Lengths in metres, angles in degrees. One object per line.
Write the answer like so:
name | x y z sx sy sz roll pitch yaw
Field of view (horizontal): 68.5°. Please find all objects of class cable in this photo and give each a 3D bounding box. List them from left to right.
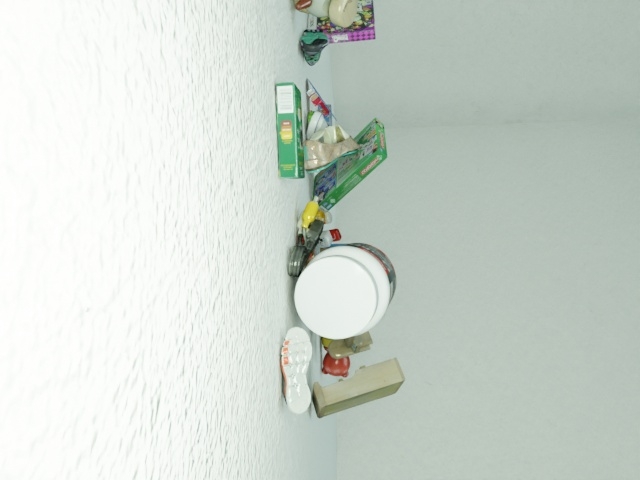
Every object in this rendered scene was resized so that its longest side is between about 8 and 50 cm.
cable | -0.050 0.012 1.127 0.287 0.072 0.139 -63 171 -56

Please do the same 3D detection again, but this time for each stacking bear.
stacking bear | 0.073 0.389 1.855 0.164 0.176 0.288 47 49 -87

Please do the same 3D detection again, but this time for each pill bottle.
pill bottle | 0.069 0.114 1.130 0.363 0.210 0.210 -8 96 -78

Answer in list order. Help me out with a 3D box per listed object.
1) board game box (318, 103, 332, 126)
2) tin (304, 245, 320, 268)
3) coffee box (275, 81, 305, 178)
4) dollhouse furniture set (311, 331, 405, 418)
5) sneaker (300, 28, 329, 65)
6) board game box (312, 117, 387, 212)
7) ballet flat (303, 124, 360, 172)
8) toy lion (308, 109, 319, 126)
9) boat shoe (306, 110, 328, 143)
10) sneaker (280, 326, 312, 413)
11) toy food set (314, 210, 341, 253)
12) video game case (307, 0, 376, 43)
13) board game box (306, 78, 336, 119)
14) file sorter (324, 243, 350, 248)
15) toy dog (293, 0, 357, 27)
board game box | 0.024 -0.480 2.042 0.194 0.060 0.194 11 78 -86
tin | -0.023 0.051 1.415 0.190 0.040 0.106 39 46 -84
coffee box | -0.060 -0.216 0.950 0.113 0.041 0.184 -63 150 -80
dollhouse furniture set | 0.056 0.303 1.458 0.362 0.257 0.394 95 -22 -58
sneaker | -0.017 -0.566 1.408 0.223 0.083 0.098 -86 178 -57
board game box | 0.091 -0.243 1.572 0.317 0.046 0.213 -40 -153 32
ballet flat | 0.034 -0.286 1.398 0.316 0.108 0.106 -41 119 -60
toy lion | -0.026 -0.385 1.572 0.096 0.034 0.100 -77 167 -46
boat shoe | 0.013 -0.332 1.533 0.258 0.084 0.095 69 43 -76
sneaker | -0.055 0.246 0.897 0.065 0.061 0.157 146 -52 -62
toy food set | 0.000 0.000 1.551 0.232 0.105 0.111 66 29 -28
video game case | 0.071 -0.755 1.619 0.041 0.232 0.210 79 11 -54
board game box | -0.007 -0.459 1.565 0.168 0.033 0.133 51 12 -22
file sorter | 0.070 0.070 1.698 0.170 0.105 0.118 -21 109 -80
toy dog | -0.004 -0.683 1.126 0.161 0.220 0.333 -38 125 -45
